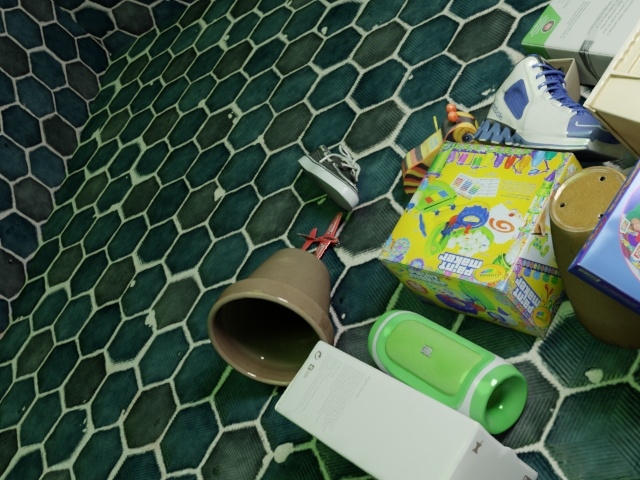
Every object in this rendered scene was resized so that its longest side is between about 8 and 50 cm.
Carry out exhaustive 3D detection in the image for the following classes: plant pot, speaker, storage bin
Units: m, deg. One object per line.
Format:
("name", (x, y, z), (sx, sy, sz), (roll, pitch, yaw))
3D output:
("plant pot", (0.464, 0.006, 1.205), (0.237, 0.254, 0.237), (-24, 43, 25))
("speaker", (0.213, 0.222, 1.357), (0.131, 0.131, 0.296), (-54, 38, -8))
("storage bin", (0.603, -0.254, 1.254), (0.260, 0.262, 0.123), (-58, 39, 5))
("plant pot", (0.472, -0.297, 1.587), (0.109, 0.096, 0.109), (9, 64, 48))
("plant pot", (-0.076, 0.138, 1.635), (0.263, 0.263, 0.229), (-18, 29, 32))

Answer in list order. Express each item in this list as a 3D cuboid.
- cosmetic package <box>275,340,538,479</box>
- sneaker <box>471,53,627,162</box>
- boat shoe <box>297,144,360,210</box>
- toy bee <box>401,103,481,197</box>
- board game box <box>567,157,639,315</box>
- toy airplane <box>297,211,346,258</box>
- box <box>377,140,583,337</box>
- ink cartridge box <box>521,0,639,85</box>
("cosmetic package", (0.132, 0.328, 1.271), (0.385, 0.217, 0.156), (21, 73, 52))
("sneaker", (0.417, -0.251, 1.429), (0.315, 0.127, 0.182), (22, 100, 57))
("boat shoe", (0.040, -0.164, 1.872), (0.105, 0.113, 0.306), (-41, 22, -1))
("toy bee", (0.280, -0.216, 1.648), (0.298, 0.162, 0.195), (-41, 36, 8))
("board game box", (0.543, 0.033, 1.015), (0.347, 0.078, 0.233), (33, 87, 11))
("toy airplane", (0.000, 0.000, 1.830), (0.151, 0.028, 0.151), (-25, 42, 25))
("box", (0.312, -0.012, 1.424), (0.289, 0.177, 0.279), (15, 69, 48))
("ink cartridge box", (0.592, -0.423, 1.562), (0.211, 0.121, 0.289), (-52, 38, -6))
